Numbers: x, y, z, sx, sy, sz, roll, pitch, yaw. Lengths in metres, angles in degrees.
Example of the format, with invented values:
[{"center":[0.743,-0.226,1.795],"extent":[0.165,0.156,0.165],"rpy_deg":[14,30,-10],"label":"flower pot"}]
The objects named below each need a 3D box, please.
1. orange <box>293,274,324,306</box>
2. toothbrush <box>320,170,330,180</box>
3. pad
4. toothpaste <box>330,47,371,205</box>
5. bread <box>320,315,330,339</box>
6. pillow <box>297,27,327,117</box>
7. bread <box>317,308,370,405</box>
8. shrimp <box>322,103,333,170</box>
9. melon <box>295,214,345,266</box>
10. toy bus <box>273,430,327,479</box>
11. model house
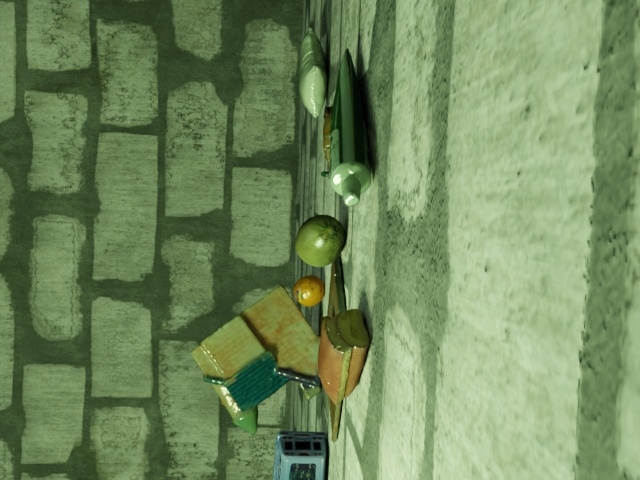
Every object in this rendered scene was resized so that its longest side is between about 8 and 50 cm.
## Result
[{"center":[-0.027,0.128,1.883],"extent":[0.083,0.083,0.084],"rpy_deg":[-178,90,-86],"label":"orange"},{"center":[0.018,-0.157,1.775],"extent":[0.257,0.018,0.024],"rpy_deg":[-127,42,-83],"label":"toothbrush"},{"center":[0.028,0.216,1.509],"extent":[0.284,0.018,0.286],"rpy_deg":[-95,9,-52],"label":"pad"},{"center":[0.046,-0.180,1.193],"extent":[0.392,0.061,0.099],"rpy_deg":[-89,3,-50],"label":"toothpaste"},{"center":[0.012,0.203,1.461],"extent":[0.110,0.024,0.110],"rpy_deg":[-178,90,-86],"label":"bread"},{"center":[-0.021,-0.456,1.994],"extent":[0.254,0.078,0.144],"rpy_deg":[-93,7,-51],"label":"pillow"},{"center":[0.032,0.169,1.157],"extent":[0.192,0.067,0.119],"rpy_deg":[98,172,-53],"label":"bread"},{"center":[0.028,-0.224,1.620],"extent":[0.099,0.041,0.180],"rpy_deg":[70,-165,-60],"label":"shrimp"},{"center":[0.000,0.000,1.452],"extent":[0.162,0.099,0.099],"rpy_deg":[123,148,-76],"label":"melon"},{"center":[-0.050,0.591,1.708],"extent":[0.133,0.125,0.292],"rpy_deg":[-104,17,-73],"label":"toy bus"},{"center":[-0.139,0.319,1.922],"extent":[0.280,0.312,0.245],"rpy_deg":[53,166,6],"label":"model house"}]
